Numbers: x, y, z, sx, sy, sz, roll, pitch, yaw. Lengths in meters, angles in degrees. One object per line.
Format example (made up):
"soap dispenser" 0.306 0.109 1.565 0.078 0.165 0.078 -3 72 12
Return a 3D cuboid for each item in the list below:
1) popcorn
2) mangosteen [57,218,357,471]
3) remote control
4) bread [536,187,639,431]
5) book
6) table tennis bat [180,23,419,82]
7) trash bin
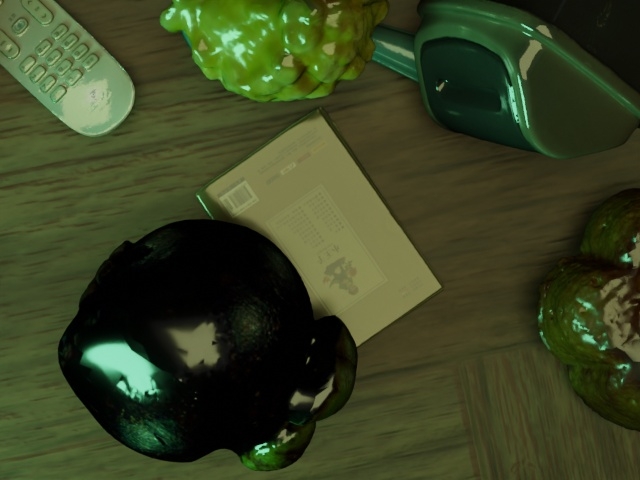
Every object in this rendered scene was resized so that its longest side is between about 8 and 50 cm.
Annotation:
"popcorn" -0.034 -0.221 1.432 0.189 0.169 0.218 19 81 5
"mangosteen" -0.092 0.092 1.452 0.243 0.243 0.243 0 93 -2
"remote control" -0.254 -0.180 1.520 0.229 0.044 0.073 43 87 5
"bread" 0.317 0.059 1.502 0.247 0.135 0.232 24 88 -4
"book" 0.000 0.000 1.548 0.138 0.016 0.198 -34 93 0
"table tennis bat" -0.010 -0.197 1.532 0.244 0.040 0.153 21 89 2
"trash bin" 0.212 -0.208 1.444 0.182 0.209 0.290 33 85 -27
